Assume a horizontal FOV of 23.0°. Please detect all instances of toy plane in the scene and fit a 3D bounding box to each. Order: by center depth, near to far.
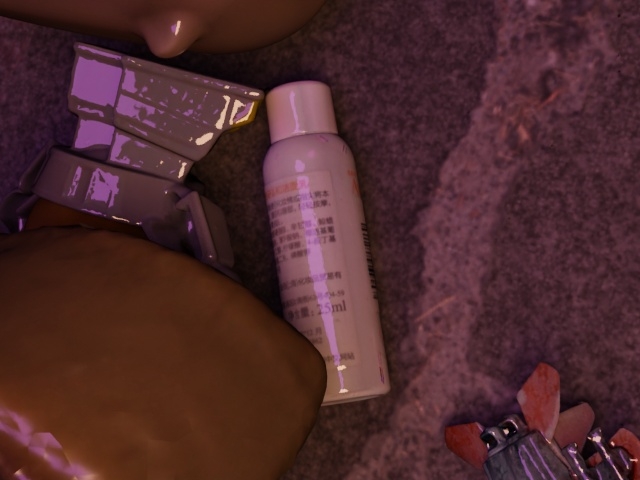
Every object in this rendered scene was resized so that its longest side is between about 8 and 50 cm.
[{"bbox_3d":[0.196,0.261,1.158,0.223,0.104,0.326,-43,60,48],"label":"toy plane"}]

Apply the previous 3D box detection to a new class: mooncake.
[{"bbox_3d":[-0.188,0.198,1.191,0.393,0.246,0.394,9,130,30],"label":"mooncake"}]

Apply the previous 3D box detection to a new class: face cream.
[{"bbox_3d":[0.000,0.000,1.297,0.082,0.082,0.269,-11,82,22],"label":"face cream"}]

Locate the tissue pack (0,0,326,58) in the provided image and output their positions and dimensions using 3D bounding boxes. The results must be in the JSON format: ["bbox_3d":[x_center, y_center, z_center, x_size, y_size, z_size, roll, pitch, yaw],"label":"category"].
[{"bbox_3d":[-0.168,-0.294,1.290,0.387,0.267,0.276,15,94,22],"label":"tissue pack"}]

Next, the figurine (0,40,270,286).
[{"bbox_3d":[-0.165,-0.014,1.315,0.342,0.167,0.284,22,99,67],"label":"figurine"}]
